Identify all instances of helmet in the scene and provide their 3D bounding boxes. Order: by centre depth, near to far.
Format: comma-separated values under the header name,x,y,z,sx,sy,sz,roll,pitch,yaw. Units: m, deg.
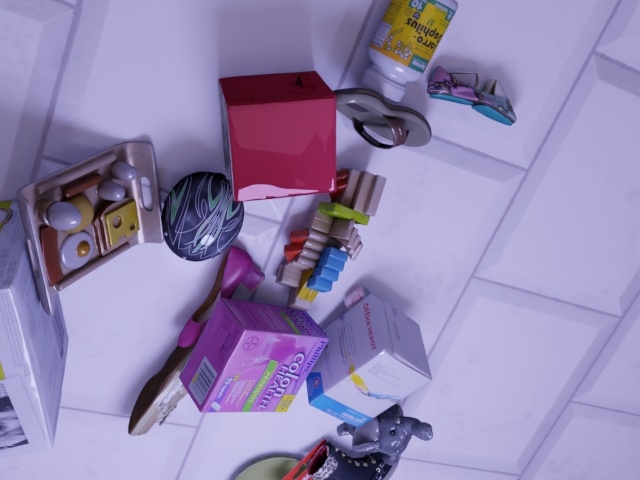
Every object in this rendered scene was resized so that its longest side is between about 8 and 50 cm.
name,x,y,z,sx,sy,sz,roll,pitch,yaw
helmet,-0.228,-0.047,1.340,0.169,0.161,0.169,-6,118,-12

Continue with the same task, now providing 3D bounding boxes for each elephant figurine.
name,x,y,z,sx,sy,sz,roll,pitch,yaw
elephant figurine,0.150,0.462,1.662,0.169,0.239,0.186,-6,118,-12

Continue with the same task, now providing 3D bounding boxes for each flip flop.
name,x,y,z,sx,sy,sz,roll,pitch,yaw
flip flop,0.117,-0.221,1.332,0.277,0.112,0.080,15,72,-52

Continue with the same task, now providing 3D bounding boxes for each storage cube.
name,x,y,z,sx,sy,sz,roll,pitch,yaw
storage cube,-0.083,-0.201,1.289,0.193,0.184,0.215,-7,119,-10

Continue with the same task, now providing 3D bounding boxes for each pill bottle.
name,x,y,z,sx,sy,sz,roll,pitch,yaw
pill bottle,0.161,-0.376,1.302,0.117,0.117,0.208,20,110,-23

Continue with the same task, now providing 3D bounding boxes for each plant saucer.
name,x,y,z,sx,sy,sz,roll,pitch,yaw
plant saucer,-0.127,0.649,1.801,0.241,0.037,0.241,-6,117,-12

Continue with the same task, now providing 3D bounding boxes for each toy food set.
name,x,y,z,sx,sy,sz,roll,pitch,yaw
toy food set,-0.402,-0.030,1.254,0.092,0.306,0.220,14,122,26

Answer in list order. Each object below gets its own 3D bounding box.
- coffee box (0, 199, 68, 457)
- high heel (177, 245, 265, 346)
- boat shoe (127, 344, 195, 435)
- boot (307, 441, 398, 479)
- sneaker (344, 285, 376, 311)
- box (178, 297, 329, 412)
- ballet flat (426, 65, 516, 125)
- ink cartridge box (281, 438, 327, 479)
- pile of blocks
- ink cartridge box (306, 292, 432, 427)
name,x,y,z,sx,sy,sz,roll,pitch,yaw
coffee box,-0.662,0.160,1.226,0.334,0.338,0.338,-7,119,-11
high heel,-0.236,0.120,1.465,0.244,0.082,0.117,-40,127,3
boat shoe,-0.329,0.335,1.544,0.089,0.104,0.285,34,103,-26
boot,0.090,0.567,1.768,0.178,0.085,0.236,48,70,-19
sneaker,0.106,0.162,1.609,0.070,0.051,0.134,-33,128,18
box,-0.142,0.254,1.488,0.243,0.117,0.214,13,112,-44
ballet flat,0.322,-0.304,1.417,0.221,0.077,0.079,15,92,-21
ink cartridge box,0.001,0.658,1.785,0.189,0.066,0.232,-40,130,-23
pile of blocks,0.000,0.000,1.435,0.112,0.149,0.362,19,111,-24
ink cartridge box,0.102,0.274,1.557,0.168,0.171,0.232,33,120,-31
